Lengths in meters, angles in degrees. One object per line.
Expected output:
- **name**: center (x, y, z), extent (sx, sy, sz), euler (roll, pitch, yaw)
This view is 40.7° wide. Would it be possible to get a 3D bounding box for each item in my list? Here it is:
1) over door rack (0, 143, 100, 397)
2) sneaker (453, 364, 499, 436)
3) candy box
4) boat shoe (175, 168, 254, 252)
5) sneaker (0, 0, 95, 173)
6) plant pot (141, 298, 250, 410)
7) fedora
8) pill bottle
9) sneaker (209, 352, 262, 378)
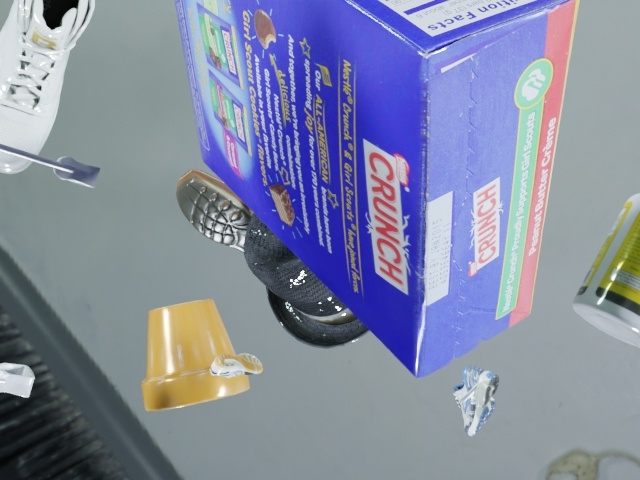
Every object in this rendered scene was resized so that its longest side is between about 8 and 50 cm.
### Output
- **over door rack**: center (-0.347, 0.006, 0.733), extent (0.108, 0.324, 0.239), euler (17, 89, 45)
- **sneaker**: center (0.229, 0.236, 1.292), extent (0.058, 0.052, 0.135), euler (30, 134, 30)
- **candy box**: center (0.018, -0.102, 0.624), extent (0.317, 0.122, 0.268), euler (46, 152, 38)
- **boat shoe**: center (-0.173, -0.055, 1.857), extent (0.122, 0.324, 0.120), euler (-30, 40, 29)
- **sneaker**: center (-0.352, -0.222, 1.043), extent (0.108, 0.169, 0.292), euler (16, 90, -21)
- **plant pot**: center (-0.255, 0.217, 1.678), extent (0.205, 0.205, 0.188), euler (-13, 86, 28)
- **fedora**: center (-0.015, 0.014, 1.394), extent (0.334, 0.152, 0.334), euler (-22, 59, 41)
- **pill bottle**: center (0.402, 0.017, 1.034), extent (0.119, 0.119, 0.208), euler (28, 84, 20)
- **sneaker**: center (-0.127, 0.188, 1.281), extent (0.037, 0.083, 0.032), euler (-49, 43, 34)
